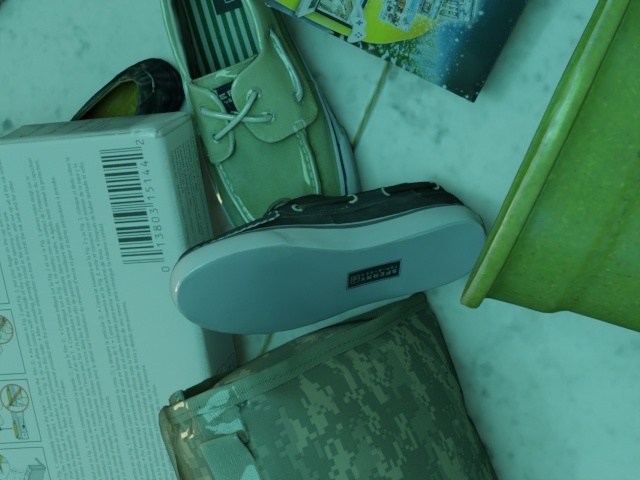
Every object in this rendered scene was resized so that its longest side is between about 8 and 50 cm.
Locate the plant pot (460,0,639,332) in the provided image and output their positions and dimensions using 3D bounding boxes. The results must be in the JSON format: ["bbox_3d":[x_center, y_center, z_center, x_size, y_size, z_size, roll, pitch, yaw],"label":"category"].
[{"bbox_3d":[0.256,-0.034,0.922,0.254,0.276,0.276,25,103,4],"label":"plant pot"}]

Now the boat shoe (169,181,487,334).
[{"bbox_3d":[0.000,0.000,1.038,0.076,0.229,0.080,-124,29,-43],"label":"boat shoe"}]

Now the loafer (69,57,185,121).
[{"bbox_3d":[-0.175,-0.070,1.157,0.062,0.061,0.170,43,107,10],"label":"loafer"}]

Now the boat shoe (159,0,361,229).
[{"bbox_3d":[-0.059,-0.107,1.094,0.109,0.094,0.302,-21,89,20],"label":"boat shoe"}]

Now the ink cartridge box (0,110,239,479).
[{"bbox_3d":[-0.198,0.063,1.139,0.261,0.066,0.296,-4,107,19],"label":"ink cartridge box"}]

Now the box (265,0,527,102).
[{"bbox_3d":[0.083,-0.229,1.019,0.159,0.044,0.233,25,111,-4],"label":"box"}]

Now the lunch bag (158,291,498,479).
[{"bbox_3d":[0.009,0.180,0.994,0.169,0.287,0.235,-23,88,20],"label":"lunch bag"}]
